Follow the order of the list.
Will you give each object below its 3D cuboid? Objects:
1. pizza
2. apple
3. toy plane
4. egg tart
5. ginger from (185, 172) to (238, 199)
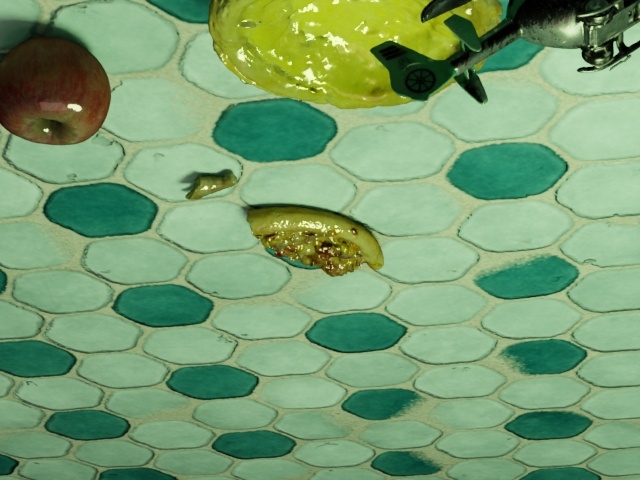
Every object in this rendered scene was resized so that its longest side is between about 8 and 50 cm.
[{"bbox_3d":[-0.001,0.003,2.302,0.246,0.058,0.127,28,142,-36],"label":"pizza"},{"bbox_3d":[-0.340,-0.189,1.896,0.153,0.120,0.153,-1,157,0],"label":"apple"},{"bbox_3d":[0.241,-0.246,1.578,0.382,0.155,0.106,-33,146,-9],"label":"toy plane"},{"bbox_3d":[0.040,-0.274,1.721,0.345,0.132,0.345,-1,151,0],"label":"egg tart"},{"bbox_3d":[-0.167,-0.081,2.182,0.097,0.030,0.048,-19,174,35],"label":"ginger"}]
